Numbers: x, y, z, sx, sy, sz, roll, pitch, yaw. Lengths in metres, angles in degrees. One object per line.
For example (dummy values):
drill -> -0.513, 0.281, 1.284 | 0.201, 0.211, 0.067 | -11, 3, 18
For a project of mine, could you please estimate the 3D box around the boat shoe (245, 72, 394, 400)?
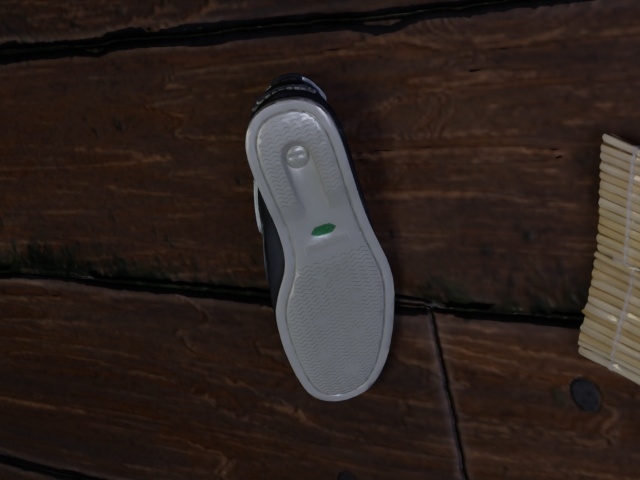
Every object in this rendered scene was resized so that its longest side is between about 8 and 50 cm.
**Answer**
boat shoe -> 0.000, 0.000, 1.151 | 0.079, 0.084, 0.233 | -105, 3, -66

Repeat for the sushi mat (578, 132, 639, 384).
sushi mat -> 0.270, 0.062, 0.895 | 0.316, 0.019, 0.151 | 28, 127, 37
